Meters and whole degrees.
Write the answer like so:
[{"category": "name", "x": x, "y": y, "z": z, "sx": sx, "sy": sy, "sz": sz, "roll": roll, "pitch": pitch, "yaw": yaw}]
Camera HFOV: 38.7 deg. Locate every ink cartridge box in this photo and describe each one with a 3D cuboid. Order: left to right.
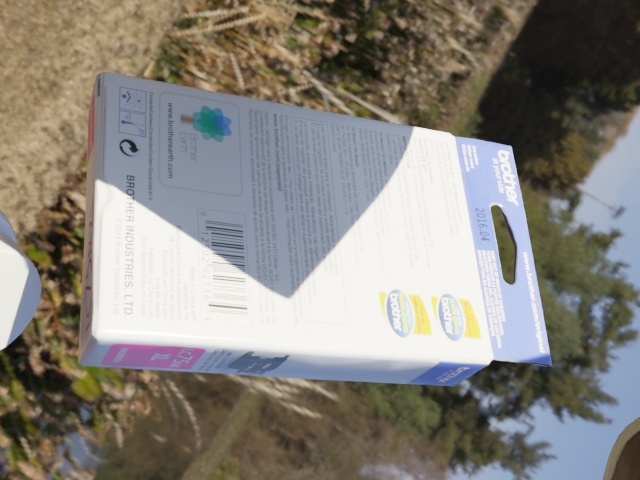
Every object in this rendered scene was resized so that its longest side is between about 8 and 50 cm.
[{"category": "ink cartridge box", "x": 0.000, "y": 0.000, "z": 0.617, "sx": 0.065, "sy": 0.311, "sz": 0.185, "roll": 127, "pitch": -37, "yaw": -55}]

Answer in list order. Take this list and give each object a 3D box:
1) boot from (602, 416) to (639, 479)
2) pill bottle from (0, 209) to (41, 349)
[{"category": "boot", "x": 0.201, "y": 0.056, "z": 0.302, "sx": 0.176, "sy": 0.088, "sz": 0.244, "roll": -7, "pitch": 129, "yaw": -23}, {"category": "pill bottle", "x": -0.311, "y": -0.003, "z": 0.704, "sx": 0.119, "sy": 0.208, "sz": 0.119, "roll": -30, "pitch": 140, "yaw": -29}]
